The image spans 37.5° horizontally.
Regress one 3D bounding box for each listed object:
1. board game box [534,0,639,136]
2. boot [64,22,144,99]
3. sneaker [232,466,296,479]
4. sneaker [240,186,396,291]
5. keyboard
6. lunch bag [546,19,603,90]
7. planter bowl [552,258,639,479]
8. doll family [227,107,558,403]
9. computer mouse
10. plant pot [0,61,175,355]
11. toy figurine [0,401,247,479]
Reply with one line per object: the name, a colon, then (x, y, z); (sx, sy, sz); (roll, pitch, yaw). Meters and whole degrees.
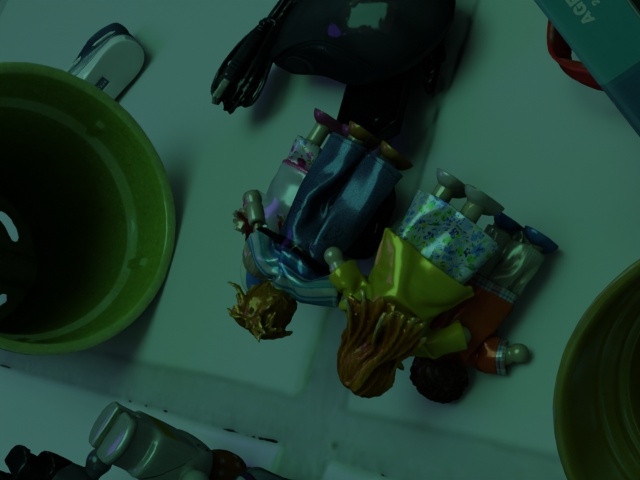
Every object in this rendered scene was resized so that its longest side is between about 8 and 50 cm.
board game box: (0.292, -0.145, 0.427); (0.336, 0.254, 0.079); (-37, 21, 21)
boot: (-0.297, -0.187, 1.175); (0.190, 0.069, 0.086); (-42, 35, 3)
sneaker: (0.029, 0.198, 0.621); (0.098, 0.083, 0.223); (-35, 33, -21)
sneaker: (-0.001, -0.001, 0.768); (0.152, 0.058, 0.084); (-46, 33, 2)
keyboard: (0.070, -0.145, 0.813); (0.100, 0.038, 0.192); (-18, 43, 37)
lunch bag: (0.257, -0.204, 0.618); (0.258, 0.120, 0.293); (-37, 43, 26)
planter bowl: (0.226, 0.071, 0.447); (0.217, 0.217, 0.090); (-27, 11, 30)
doll family: (0.020, 0.012, 0.651); (0.263, 0.118, 0.163); (33, 92, 29)
computer mouse: (0.004, -0.200, 0.845); (0.272, 0.072, 0.188); (13, 64, 54)
plant pot: (-0.330, -0.008, 0.963); (0.254, 0.276, 0.276); (-17, 53, 51)
toy figurine: (-0.151, 0.243, 0.700); (0.213, 0.148, 0.210); (-30, 42, 30)
